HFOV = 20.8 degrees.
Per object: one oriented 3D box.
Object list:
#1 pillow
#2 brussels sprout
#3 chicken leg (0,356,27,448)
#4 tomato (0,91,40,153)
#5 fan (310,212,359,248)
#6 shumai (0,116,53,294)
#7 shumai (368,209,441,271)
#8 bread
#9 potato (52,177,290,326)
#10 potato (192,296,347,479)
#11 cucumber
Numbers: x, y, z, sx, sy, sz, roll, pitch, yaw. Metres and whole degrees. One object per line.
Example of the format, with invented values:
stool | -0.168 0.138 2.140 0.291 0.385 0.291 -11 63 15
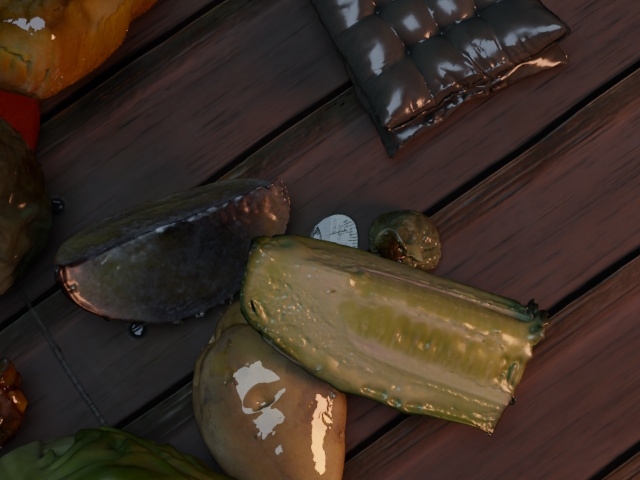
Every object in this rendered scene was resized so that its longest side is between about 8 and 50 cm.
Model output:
pillow | 0.100 -0.284 1.891 0.228 0.101 0.326 -28 75 0
brussels sprout | -0.195 0.325 1.688 0.354 0.289 0.281 38 100 32
chicken leg | -0.452 0.166 1.857 0.304 0.093 0.113 7 57 15
tomato | -0.429 -0.145 1.885 0.233 0.139 0.200 13 78 8
fan | 0.006 0.006 1.884 0.080 0.003 0.060 -26 76 -1
shumai | -0.374 -0.031 1.735 0.272 0.203 0.222 6 94 -31
shumai | 0.085 -0.002 1.840 0.082 0.080 0.083 -43 76 -6
bread | -0.346 -0.300 1.861 0.328 0.148 0.337 21 43 10
potato | -0.161 0.014 1.870 0.261 0.100 0.120 -21 116 -14
potato | -0.055 0.174 1.791 0.161 0.128 0.235 1 83 9
cucumber | 0.057 0.082 1.762 0.325 0.105 0.145 18 100 -19
